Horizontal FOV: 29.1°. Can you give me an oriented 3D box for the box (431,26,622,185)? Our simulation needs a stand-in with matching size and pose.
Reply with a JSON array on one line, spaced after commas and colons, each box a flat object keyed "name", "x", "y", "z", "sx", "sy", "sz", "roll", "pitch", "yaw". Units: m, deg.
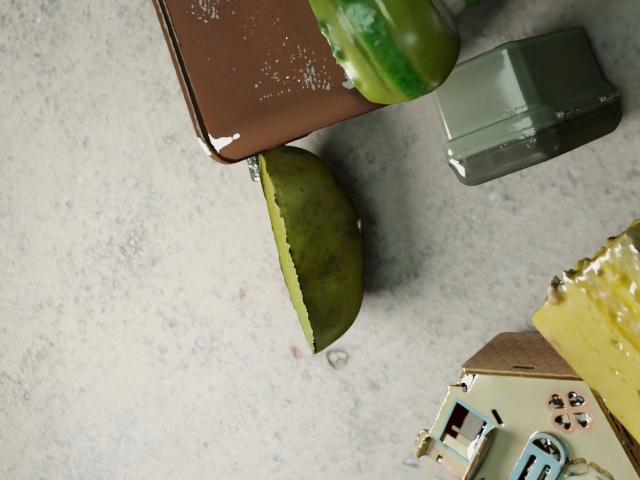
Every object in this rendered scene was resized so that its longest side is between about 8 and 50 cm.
[{"name": "box", "x": 0.222, "y": -0.148, "z": 1.333, "sx": 0.148, "sy": 0.210, "sz": 0.129, "roll": -19, "pitch": 91, "yaw": 38}]

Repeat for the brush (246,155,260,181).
[{"name": "brush", "x": -0.105, "y": -0.171, "z": 1.664, "sx": 0.034, "sy": 0.027, "sz": 0.190, "roll": -4, "pitch": 103, "yaw": 34}]

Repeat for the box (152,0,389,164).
[{"name": "box", "x": -0.030, "y": -0.291, "z": 1.442, "sx": 0.229, "sy": 0.239, "sz": 0.339, "roll": -14, "pitch": 98, "yaw": 34}]

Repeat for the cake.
[{"name": "cake", "x": 0.375, "y": 0.080, "z": 1.284, "sx": 0.227, "sy": 0.222, "sz": 0.286, "roll": 51, "pitch": 149, "yaw": 9}]

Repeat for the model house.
[{"name": "model house", "x": 0.293, "y": 0.240, "z": 1.448, "sx": 0.326, "sy": 0.169, "sz": 0.244, "roll": 34, "pitch": 121, "yaw": 21}]

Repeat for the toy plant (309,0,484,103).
[{"name": "toy plant", "x": 0.154, "y": -0.271, "z": 1.194, "sx": 0.316, "sy": 0.224, "sz": 0.184, "roll": -28, "pitch": 67, "yaw": 15}]

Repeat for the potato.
[{"name": "potato", "x": 0.000, "y": 0.000, "z": 1.597, "sx": 0.111, "sy": 0.160, "sz": 0.272, "roll": -16, "pitch": 102, "yaw": -5}]
